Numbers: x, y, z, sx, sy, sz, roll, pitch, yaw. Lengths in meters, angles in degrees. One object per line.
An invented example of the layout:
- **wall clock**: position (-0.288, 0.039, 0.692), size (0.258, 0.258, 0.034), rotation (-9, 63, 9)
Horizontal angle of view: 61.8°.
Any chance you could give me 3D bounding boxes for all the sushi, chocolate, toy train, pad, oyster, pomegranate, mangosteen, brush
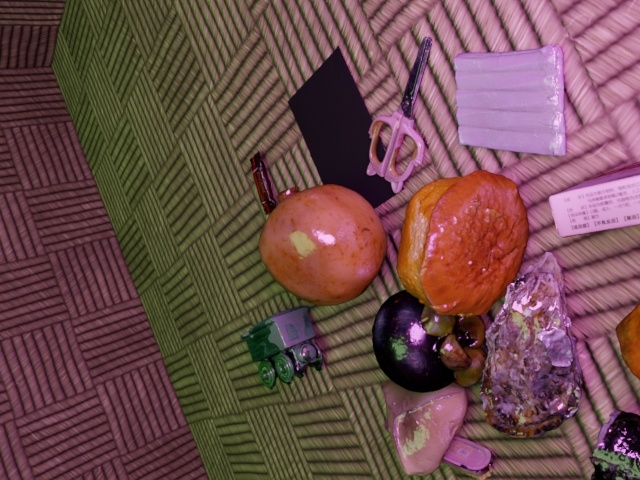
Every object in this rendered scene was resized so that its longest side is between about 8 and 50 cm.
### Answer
- **sushi**: position (0.499, 0.389, 0.858), size (0.115, 0.147, 0.213), rotation (22, 117, 46)
- **chocolate**: position (-0.167, -0.166, 1.560), size (0.086, 0.028, 0.182), rotation (-25, 83, 60)
- **toy train**: position (-0.109, 0.323, 1.591), size (0.266, 0.145, 0.202), rotation (-36, 72, 51)
- **pad**: position (0.049, -0.235, 1.281), size (0.247, 0.007, 0.368), rotation (-33, 78, 52)
- **oyster**: position (0.378, 0.195, 0.952), size (0.158, 0.162, 0.351), rotation (-91, 4, -76)
- **pomegranate**: position (0.010, 0.016, 1.224), size (0.307, 0.307, 0.307), rotation (23, 122, 44)
- **mangosteen**: position (0.218, 0.201, 1.083), size (0.243, 0.243, 0.243), rotation (23, 122, 44)
- **brush**: position (0.268, 0.486, 1.254), size (0.313, 0.072, 0.067), rotation (5, 122, 51)

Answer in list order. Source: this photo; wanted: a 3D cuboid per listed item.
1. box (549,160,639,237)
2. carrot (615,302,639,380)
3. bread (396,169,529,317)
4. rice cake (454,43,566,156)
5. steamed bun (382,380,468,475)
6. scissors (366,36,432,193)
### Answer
- **box**: position (0.486, -0.085, 0.626), size (0.353, 0.214, 0.069), rotation (-12, 96, 52)
- **carrot**: position (0.518, 0.133, 0.657), size (0.241, 0.241, 0.341), rotation (44, 134, 32)
- **bread**: position (0.252, 0.008, 0.941), size (0.145, 0.268, 0.268), rotation (18, 118, 58)
- **rice cake**: position (0.321, -0.237, 0.914), size (0.198, 0.037, 0.189), rotation (8, 111, 49)
- **steamed bun**: position (0.214, 0.413, 1.196), size (0.231, 0.110, 0.212), rotation (-22, 58, 51)
- **scissors**: position (0.174, -0.257, 1.102), size (0.160, 0.024, 0.318), rotation (41, 129, 35)
